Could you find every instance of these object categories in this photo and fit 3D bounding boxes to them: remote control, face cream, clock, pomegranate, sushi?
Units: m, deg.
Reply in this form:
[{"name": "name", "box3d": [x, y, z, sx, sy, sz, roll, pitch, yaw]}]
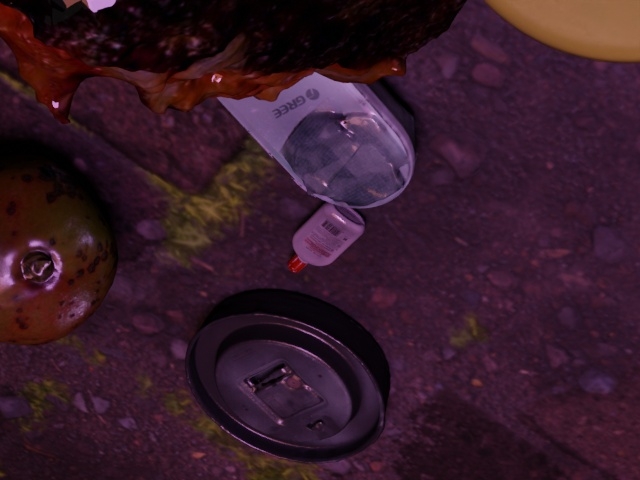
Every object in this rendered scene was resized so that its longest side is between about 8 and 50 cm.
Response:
[{"name": "remote control", "box3d": [-0.024, -0.121, 0.987, 0.104, 0.052, 0.247, -24, 119, 38]}, {"name": "face cream", "box3d": [0.000, 0.000, 1.107, 0.040, 0.021, 0.083, 36, 133, -11]}, {"name": "clock", "box3d": [-0.027, 0.120, 1.214, 0.185, 0.040, 0.184, 12, 133, 13]}, {"name": "pomegranate", "box3d": [-0.257, 0.008, 1.144, 0.205, 0.159, 0.159, 4, 138, 55]}, {"name": "sushi", "box3d": [-0.039, -0.185, 0.777, 0.182, 0.343, 0.196, -39, 70, 38]}]

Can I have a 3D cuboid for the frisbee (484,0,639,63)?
[{"name": "frisbee", "box3d": [0.185, -0.206, 0.850, 0.236, 0.017, 0.236, 11, 133, 12]}]
